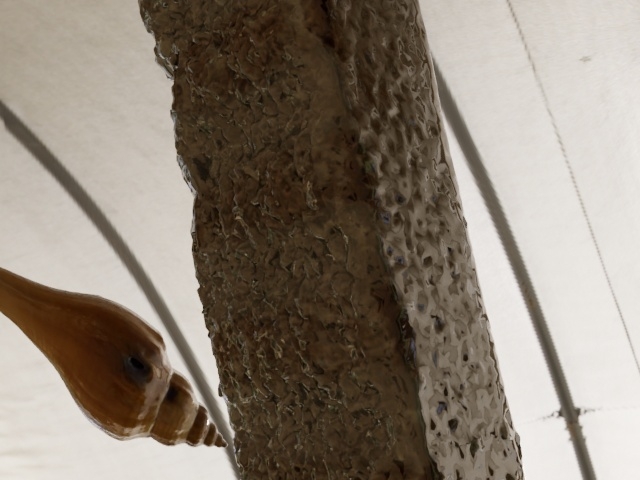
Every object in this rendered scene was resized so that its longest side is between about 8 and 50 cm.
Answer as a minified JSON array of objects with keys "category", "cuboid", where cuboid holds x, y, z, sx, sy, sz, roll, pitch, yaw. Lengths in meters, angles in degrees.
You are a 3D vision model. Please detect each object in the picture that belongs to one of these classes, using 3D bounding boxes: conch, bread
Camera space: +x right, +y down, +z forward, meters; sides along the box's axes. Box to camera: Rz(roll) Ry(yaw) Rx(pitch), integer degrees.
[{"category":"conch","cuboid":[-0.217,0.096,0.776,0.330,0.109,0.093,41,-26,-12]},{"category":"bread","cuboid":[0.000,0.000,0.475,0.165,0.113,0.417,-19,-98,49]}]
